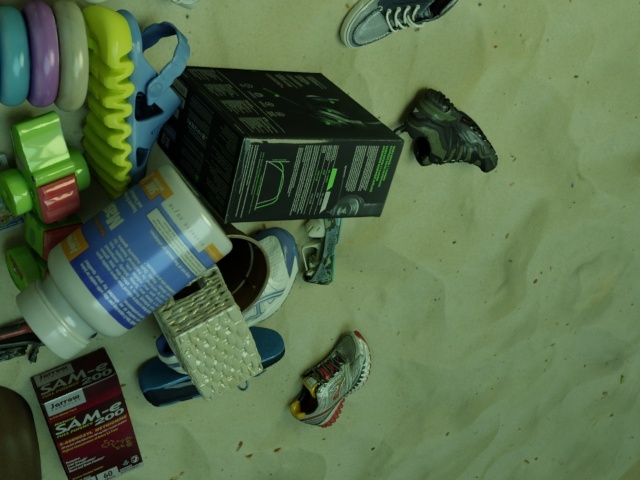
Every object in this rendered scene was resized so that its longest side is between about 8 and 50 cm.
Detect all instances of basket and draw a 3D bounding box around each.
[{"bbox_3d":[-0.161,0.136,1.409,0.113,0.103,0.167,-29,135,-12],"label":"basket"}]

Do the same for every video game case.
[{"bbox_3d":[-0.467,-0.058,1.353,0.087,0.011,0.122,-22,132,-21],"label":"video game case"}]

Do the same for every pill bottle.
[{"bbox_3d":[-0.267,0.033,1.309,0.272,0.152,0.152,-38,135,-3],"label":"pill bottle"}]

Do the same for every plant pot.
[{"bbox_3d":[-0.188,0.020,1.495,0.167,0.165,0.167,-19,132,-23],"label":"plant pot"},{"bbox_3d":[-0.515,0.376,1.489,0.215,0.230,0.215,-19,131,-23],"label":"plant pot"}]

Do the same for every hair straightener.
[{"bbox_3d":[-0.457,0.166,1.501,0.230,0.047,0.089,-17,130,-24],"label":"hair straightener"}]

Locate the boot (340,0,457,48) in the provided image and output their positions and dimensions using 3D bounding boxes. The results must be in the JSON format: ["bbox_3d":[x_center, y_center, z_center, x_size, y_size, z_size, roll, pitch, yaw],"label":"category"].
[{"bbox_3d":[0.123,-0.351,1.489,0.190,0.086,0.069,-40,136,-3],"label":"boot"}]

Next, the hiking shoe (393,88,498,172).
[{"bbox_3d":[0.220,-0.173,1.708,0.114,0.086,0.227,-41,132,17],"label":"hiking shoe"}]

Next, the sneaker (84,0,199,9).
[{"bbox_3d":[-0.203,-0.343,1.271,0.232,0.090,0.115,-26,137,-15],"label":"sneaker"}]

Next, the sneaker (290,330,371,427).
[{"bbox_3d":[0.021,0.272,1.884,0.092,0.088,0.225,14,113,-39],"label":"sneaker"}]

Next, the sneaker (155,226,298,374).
[{"bbox_3d":[-0.149,0.099,1.587,0.296,0.112,0.131,-53,158,0],"label":"sneaker"}]

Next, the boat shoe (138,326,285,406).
[{"bbox_3d":[-0.189,0.220,1.709,0.258,0.109,0.089,-12,137,-7],"label":"boat shoe"}]

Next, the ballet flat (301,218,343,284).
[{"bbox_3d":[0.000,0.000,1.687,0.070,0.070,0.188,-11,124,-28],"label":"ballet flat"}]

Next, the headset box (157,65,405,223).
[{"bbox_3d":[-0.053,-0.144,1.410,0.283,0.246,0.131,-4,123,-34],"label":"headset box"}]

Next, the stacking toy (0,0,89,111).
[{"bbox_3d":[-0.456,-0.224,1.170,0.330,0.141,0.141,-4,124,-24],"label":"stacking toy"}]

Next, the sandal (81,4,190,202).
[{"bbox_3d":[-0.248,-0.176,1.330,0.138,0.126,0.317,-20,141,-32],"label":"sandal"}]

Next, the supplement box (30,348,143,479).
[{"bbox_3d":[-0.389,0.308,1.638,0.130,0.073,0.239,-22,131,-19],"label":"supplement box"}]

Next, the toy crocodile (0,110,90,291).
[{"bbox_3d":[-0.375,-0.022,1.366,0.115,0.105,0.341,-22,132,-34],"label":"toy crocodile"}]
